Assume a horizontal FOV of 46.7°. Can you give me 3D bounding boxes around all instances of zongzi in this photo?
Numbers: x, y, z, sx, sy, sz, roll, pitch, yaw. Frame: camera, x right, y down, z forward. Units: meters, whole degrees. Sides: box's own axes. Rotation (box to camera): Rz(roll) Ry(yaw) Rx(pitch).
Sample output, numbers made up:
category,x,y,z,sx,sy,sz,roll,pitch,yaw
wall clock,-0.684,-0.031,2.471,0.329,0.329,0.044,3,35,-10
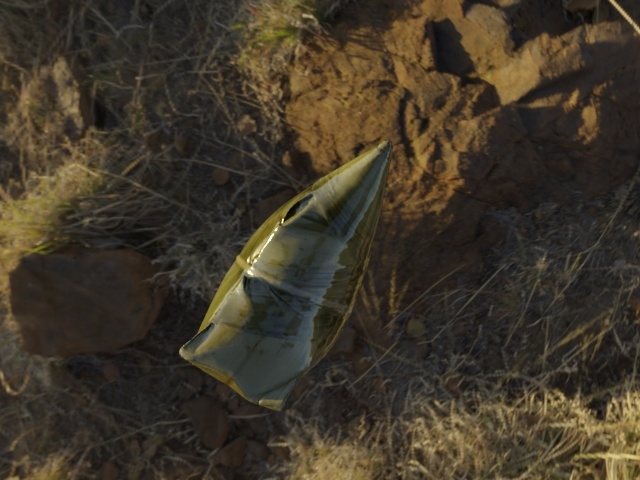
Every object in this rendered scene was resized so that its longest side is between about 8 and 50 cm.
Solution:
category,x,y,z,sx,sy,sz,roll,pitch,yaw
zongzi,0.001,0.000,0.567,0.094,0.205,0.204,31,106,3
